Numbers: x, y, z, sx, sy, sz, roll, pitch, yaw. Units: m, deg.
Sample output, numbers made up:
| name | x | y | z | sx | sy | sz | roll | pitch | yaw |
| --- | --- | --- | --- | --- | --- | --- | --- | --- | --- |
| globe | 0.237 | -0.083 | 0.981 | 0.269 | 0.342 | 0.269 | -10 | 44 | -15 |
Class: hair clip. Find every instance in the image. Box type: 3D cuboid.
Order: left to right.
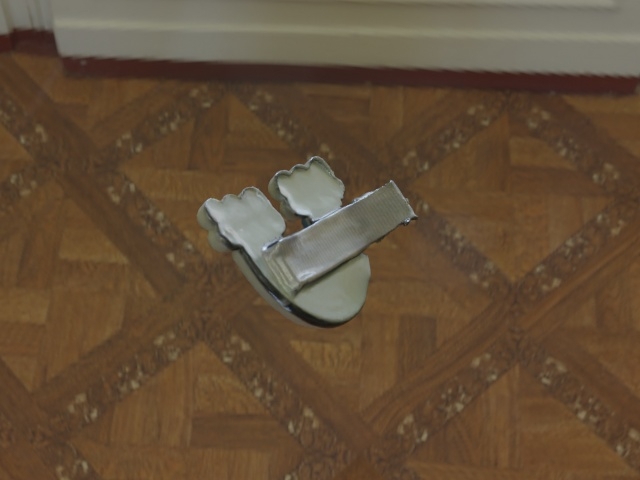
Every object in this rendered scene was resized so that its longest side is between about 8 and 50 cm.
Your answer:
| name | x | y | z | sx | sy | sz | roll | pitch | yaw |
| --- | --- | --- | --- | --- | --- | --- | --- | --- | --- |
| hair clip | 0.000 | 0.000 | 0.948 | 0.220 | 0.054 | 0.140 | -29 | 90 | -52 |
